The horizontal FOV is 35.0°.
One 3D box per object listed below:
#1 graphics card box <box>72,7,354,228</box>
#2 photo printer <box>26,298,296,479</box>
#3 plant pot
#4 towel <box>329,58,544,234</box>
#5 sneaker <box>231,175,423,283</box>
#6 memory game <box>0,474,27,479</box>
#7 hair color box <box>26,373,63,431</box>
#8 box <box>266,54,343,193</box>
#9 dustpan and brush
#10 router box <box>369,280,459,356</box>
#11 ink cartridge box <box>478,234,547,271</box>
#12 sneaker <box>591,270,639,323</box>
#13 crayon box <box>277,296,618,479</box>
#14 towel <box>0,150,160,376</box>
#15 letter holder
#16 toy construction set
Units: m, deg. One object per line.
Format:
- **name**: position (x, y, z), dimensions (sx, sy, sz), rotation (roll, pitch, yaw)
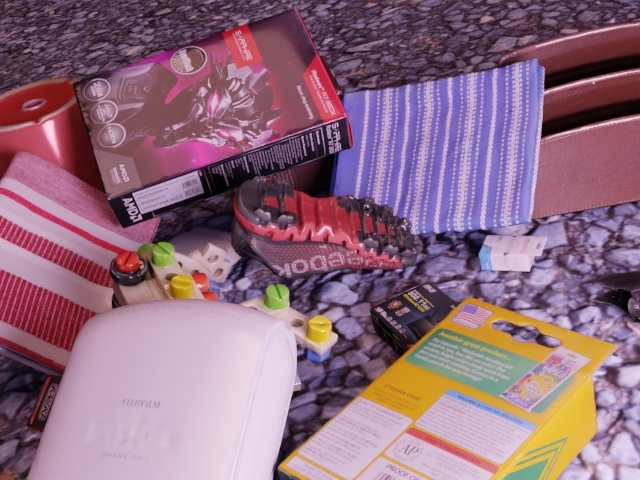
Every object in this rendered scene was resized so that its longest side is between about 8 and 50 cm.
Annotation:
- **graphics card box**: position (-0.162, -0.188, 1.520), dimensions (0.371, 0.094, 0.233), rotation (-20, 62, -4)
- **photo printer**: position (-0.163, 0.203, 1.051), dimensions (0.256, 0.107, 0.307), rotation (1, 59, 23)
- **plant pot**: position (-0.439, -0.120, 1.678), dimensions (0.275, 0.243, 0.275), rotation (-11, 30, 6)
- **towel**: position (0.155, -0.126, 1.453), dimensions (0.336, 0.040, 0.243), rotation (-5, 69, 37)
- **sneaker**: position (0.000, 0.000, 1.395), dimensions (0.276, 0.135, 0.098), rotation (12, 47, -19)
- **memory game**: position (-0.381, 0.332, 1.134), dimensions (0.186, 0.012, 0.186), rotation (-10, 31, 6)
- **hair color box**: position (-0.294, 0.202, 1.214), dimensions (0.141, 0.043, 0.072), rotation (-4, 62, 50)
- **box**: position (-0.059, -0.181, 1.686), dimensions (0.203, 0.167, 0.168), rotation (-15, 31, -1)
- **dustpan and brush**: position (-0.218, 0.053, 1.492), dimensions (0.211, 0.060, 0.147), rotation (-28, 27, -34)
- **router box**: position (0.130, 0.106, 1.259), dimensions (0.092, 0.038, 0.122), rotation (-24, 32, -16)
- **ink cartridge box**: position (0.260, 0.017, 1.359), dimensions (0.083, 0.028, 0.048), rotation (1, 34, 26)
- **sneaker**: position (0.400, 0.075, 1.187), dimensions (0.089, 0.051, 0.170), rotation (-21, 26, -10)
- **crayon box**: position (0.142, 0.201, 1.055), dimensions (0.203, 0.083, 0.323), rotation (18, 44, 42)
- **towel**: position (-0.372, 0.030, 1.415), dimensions (0.237, 0.037, 0.329), rotation (26, 43, -13)
- **letter holder**: position (0.416, -0.179, 1.431), dimensions (0.302, 0.214, 0.152), rotation (-10, 31, 7)
- **toy construction set**: position (-0.143, 0.082, 1.290), dimensions (0.215, 0.151, 0.327), rotation (-14, 28, -24)
